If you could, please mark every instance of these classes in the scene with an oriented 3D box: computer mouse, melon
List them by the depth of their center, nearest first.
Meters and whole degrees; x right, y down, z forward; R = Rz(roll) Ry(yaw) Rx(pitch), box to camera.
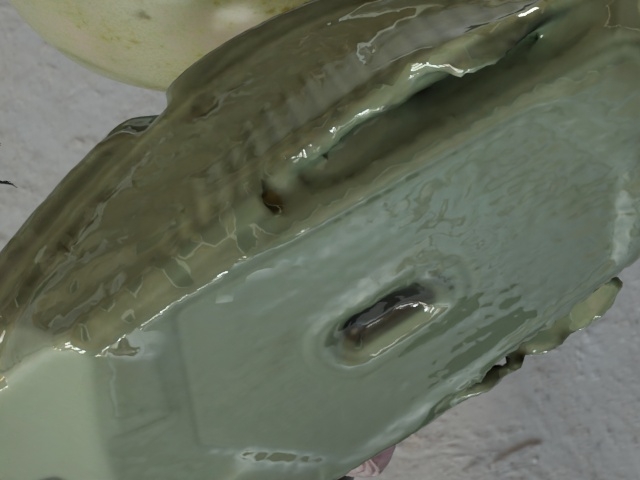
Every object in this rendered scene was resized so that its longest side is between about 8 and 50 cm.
[{"bbox_3d":[-0.003,-0.001,0.506,0.429,0.228,0.145,-33,51,6],"label":"computer mouse"},{"bbox_3d":[-0.122,-0.251,0.793,0.330,0.268,0.268,21,59,20],"label":"melon"}]

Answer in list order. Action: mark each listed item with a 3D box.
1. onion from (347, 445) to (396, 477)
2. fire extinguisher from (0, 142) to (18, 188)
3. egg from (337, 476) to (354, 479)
[{"bbox_3d":[-0.067,0.108,0.875,0.227,0.284,0.120,48,55,-38],"label":"onion"},{"bbox_3d":[-0.500,0.030,1.416,0.138,0.102,0.343,3,95,-45],"label":"fire extinguisher"},{"bbox_3d":[-0.107,0.408,2.041,0.379,0.287,0.287,24,63,2],"label":"egg"}]
